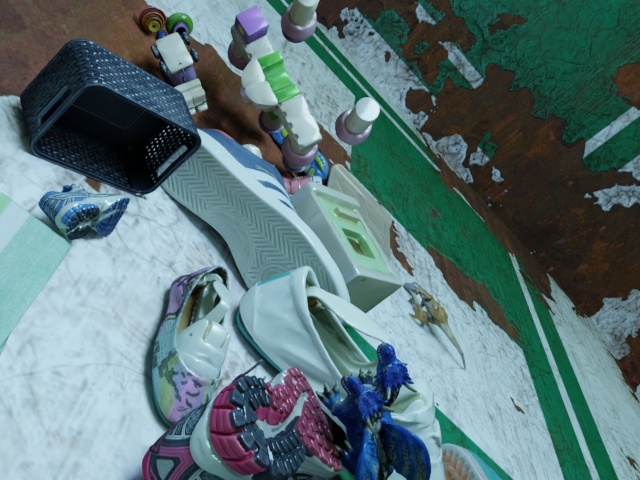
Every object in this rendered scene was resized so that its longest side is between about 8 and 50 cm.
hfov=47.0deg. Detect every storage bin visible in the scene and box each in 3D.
[{"bbox_3d":[-0.249,-0.143,0.884,0.180,0.122,0.084,23,33,-51],"label":"storage bin"}]

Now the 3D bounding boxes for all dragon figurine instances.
[{"bbox_3d":[0.066,0.238,0.821,0.144,0.085,0.289,-141,-144,-67],"label":"dragon figurine"}]

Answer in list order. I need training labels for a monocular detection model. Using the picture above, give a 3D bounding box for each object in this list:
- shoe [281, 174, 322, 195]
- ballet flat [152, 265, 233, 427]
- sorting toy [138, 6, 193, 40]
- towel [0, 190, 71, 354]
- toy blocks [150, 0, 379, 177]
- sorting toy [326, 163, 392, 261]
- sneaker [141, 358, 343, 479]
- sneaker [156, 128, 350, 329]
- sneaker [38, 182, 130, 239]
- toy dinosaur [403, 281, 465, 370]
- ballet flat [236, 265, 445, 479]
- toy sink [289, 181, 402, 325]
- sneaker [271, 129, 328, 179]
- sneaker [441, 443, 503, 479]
[{"bbox_3d":[-0.048,-0.088,1.298,0.178,0.081,0.063,-172,-97,-83],"label":"shoe"},{"bbox_3d":[-0.129,0.097,0.786,0.077,0.079,0.221,41,22,-26],"label":"ballet flat"},{"bbox_3d":[-0.278,-0.382,1.331,0.102,0.061,0.042,8,42,-29],"label":"sorting toy"},{"bbox_3d":[-0.365,-0.041,0.588,0.325,0.038,0.248,43,21,-20],"label":"towel"},{"bbox_3d":[-0.101,-0.249,1.323,0.288,0.309,0.260,63,-12,1],"label":"toy blocks"},{"bbox_3d":[0.076,-0.052,1.550,0.193,0.038,0.208,45,25,-15],"label":"sorting toy"},{"bbox_3d":[-0.064,0.194,0.729,0.120,0.112,0.299,65,11,22],"label":"sneaker"},{"bbox_3d":[-0.072,-0.028,1.045,0.350,0.131,0.148,51,24,1],"label":"sneaker"},{"bbox_3d":[-0.254,-0.039,0.797,0.058,0.052,0.135,34,7,6],"label":"sneaker"},{"bbox_3d":[0.239,0.157,1.481,0.112,0.064,0.211,15,41,-60],"label":"toy dinosaur"},{"bbox_3d":[0.063,0.192,0.952,0.400,0.139,0.139,48,20,-9],"label":"ballet flat"},{"bbox_3d":[0.000,0.000,1.149,0.153,0.131,0.234,18,37,-57],"label":"toy sink"},{"bbox_3d":[-0.046,-0.194,1.509,0.188,0.067,0.078,54,-1,15],"label":"sneaker"},{"bbox_3d":[0.259,0.416,1.007,0.121,0.108,0.302,21,33,-46],"label":"sneaker"}]
